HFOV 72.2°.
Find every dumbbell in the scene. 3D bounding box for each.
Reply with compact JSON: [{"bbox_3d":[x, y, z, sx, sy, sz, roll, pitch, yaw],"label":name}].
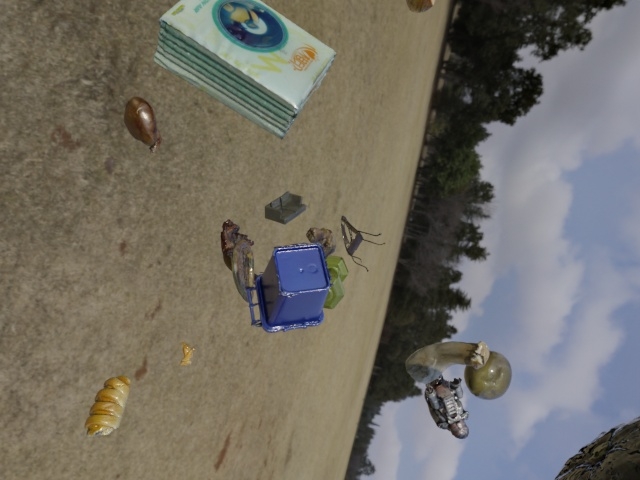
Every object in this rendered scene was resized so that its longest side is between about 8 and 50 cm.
[{"bbox_3d":[0.031,0.135,1.502,0.302,0.122,0.108,-59,156,-75],"label":"dumbbell"}]

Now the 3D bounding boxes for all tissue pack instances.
[{"bbox_3d":[-0.189,-0.486,1.156,0.162,0.388,0.287,-48,-167,56],"label":"tissue pack"}]

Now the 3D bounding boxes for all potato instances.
[{"bbox_3d":[0.626,0.503,1.631,0.235,0.178,0.160,49,14,-42],"label":"potato"}]

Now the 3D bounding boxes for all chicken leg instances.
[{"bbox_3d":[-0.358,0.056,1.937,0.083,0.178,0.322,-34,-117,39],"label":"chicken leg"},{"bbox_3d":[-0.002,-0.002,1.247,0.085,0.069,0.198,-44,161,0],"label":"chicken leg"}]

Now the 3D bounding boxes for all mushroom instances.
[{"bbox_3d":[0.338,0.313,1.167,0.081,0.223,0.091,29,44,-43],"label":"mushroom"},{"bbox_3d":[-0.516,-0.329,1.275,0.080,0.135,0.170,-31,135,-21],"label":"mushroom"}]

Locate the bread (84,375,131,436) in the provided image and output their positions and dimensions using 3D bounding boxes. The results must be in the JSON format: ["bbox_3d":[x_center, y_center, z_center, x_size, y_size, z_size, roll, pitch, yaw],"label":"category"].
[{"bbox_3d":[-0.592,0.464,1.226,0.119,0.084,0.177,-45,-151,42],"label":"bread"}]

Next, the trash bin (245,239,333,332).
[{"bbox_3d":[-0.072,0.111,1.028,0.234,0.184,0.162,115,-34,-60],"label":"trash bin"}]

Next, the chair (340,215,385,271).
[{"bbox_3d":[0.147,0.000,1.843,0.149,0.213,0.174,-52,152,-6],"label":"chair"}]

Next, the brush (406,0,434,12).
[{"bbox_3d":[0.207,-0.720,1.119,0.174,0.166,0.266,-34,122,-53],"label":"brush"}]

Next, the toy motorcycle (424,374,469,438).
[{"bbox_3d":[0.425,0.543,1.508,0.207,0.134,0.400,-111,180,-54],"label":"toy motorcycle"}]

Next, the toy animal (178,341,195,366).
[{"bbox_3d":[-0.535,0.452,1.726,0.083,0.081,0.060,-58,-172,-10],"label":"toy animal"}]

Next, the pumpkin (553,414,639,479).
[{"bbox_3d":[0.476,0.398,0.583,0.364,0.266,0.363,-33,159,-15],"label":"pumpkin"}]

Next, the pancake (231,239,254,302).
[{"bbox_3d":[-0.295,0.116,1.702,0.250,0.031,0.249,-6,90,-84],"label":"pancake"}]

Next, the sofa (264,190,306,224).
[{"bbox_3d":[-0.113,-0.115,1.473,0.147,0.085,0.060,-40,144,-52],"label":"sofa"}]
